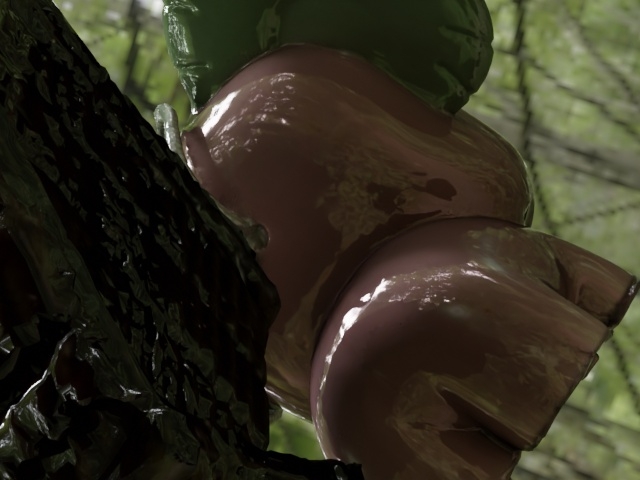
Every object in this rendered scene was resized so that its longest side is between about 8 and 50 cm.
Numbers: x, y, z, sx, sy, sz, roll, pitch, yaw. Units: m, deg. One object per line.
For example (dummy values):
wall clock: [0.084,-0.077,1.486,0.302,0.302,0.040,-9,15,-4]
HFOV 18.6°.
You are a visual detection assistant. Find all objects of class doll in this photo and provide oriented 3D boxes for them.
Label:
doll: [0.000,0.000,0.894,0.284,0.268,0.216,-59,-7,16]

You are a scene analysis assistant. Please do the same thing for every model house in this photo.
model house: [-0.154,0.081,0.692,0.317,0.297,0.282,-45,25,19]
